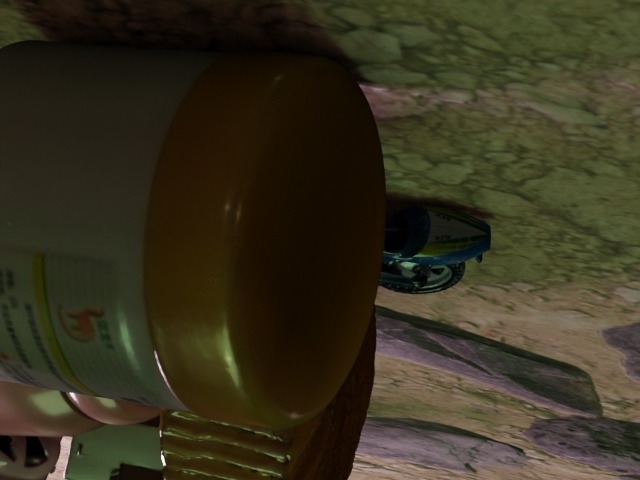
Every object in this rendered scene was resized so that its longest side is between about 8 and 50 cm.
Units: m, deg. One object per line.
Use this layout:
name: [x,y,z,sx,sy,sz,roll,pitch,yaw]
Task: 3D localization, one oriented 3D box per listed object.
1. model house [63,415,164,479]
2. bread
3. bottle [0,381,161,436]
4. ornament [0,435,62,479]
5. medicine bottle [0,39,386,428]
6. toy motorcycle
model house: [-0.224,0.295,2.308,0.181,0.248,0.176,15,164,-3]
bread: [-0.040,0.127,1.612,0.142,0.253,0.227,6,150,11]
bottle: [-0.278,0.101,1.852,0.297,0.173,0.206,-1,139,39]
ornament: [-0.408,0.252,2.438,0.178,0.177,0.177,11,164,3]
medicine bottle: [-0.103,-0.008,1.228,0.232,0.237,0.238,6,162,24]
toy motorcycle: [0.000,0.000,1.452,0.254,0.092,0.135,5,155,-7]
